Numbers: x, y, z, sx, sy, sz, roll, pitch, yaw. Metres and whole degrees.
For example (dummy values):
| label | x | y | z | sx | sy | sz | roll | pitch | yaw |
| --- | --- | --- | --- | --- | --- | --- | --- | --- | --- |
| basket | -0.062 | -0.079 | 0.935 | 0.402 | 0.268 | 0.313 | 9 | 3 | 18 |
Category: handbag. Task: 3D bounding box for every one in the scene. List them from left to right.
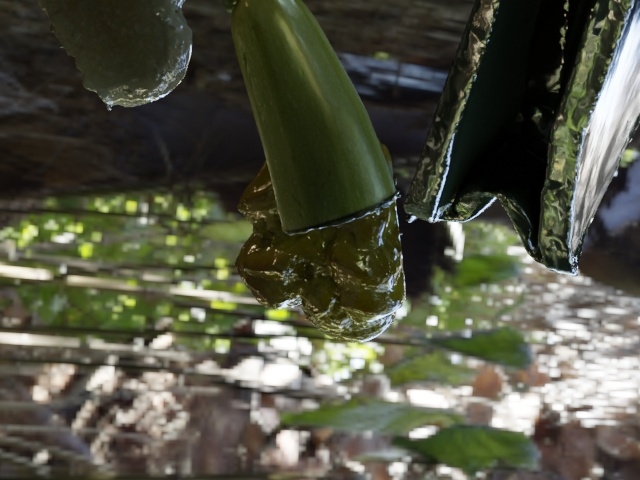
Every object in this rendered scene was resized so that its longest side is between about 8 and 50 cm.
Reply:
| label | x | y | z | sx | sy | sz | roll | pitch | yaw |
| --- | --- | --- | --- | --- | --- | --- | --- | --- | --- |
| handbag | 0.126 | -0.138 | 0.490 | 0.247 | 0.079 | 0.260 | -58 | 164 | -25 |

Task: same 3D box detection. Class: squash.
| label | x | y | z | sx | sy | sz | roll | pitch | yaw |
| --- | --- | --- | --- | --- | --- | --- | --- | --- | --- |
| squash | -0.027 | -0.116 | 0.935 | 0.224 | 0.094 | 0.094 | 66 | -22 | -8 |

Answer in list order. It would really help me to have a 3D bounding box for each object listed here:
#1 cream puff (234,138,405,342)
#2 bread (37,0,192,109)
| label | x | y | z | sx | sy | sz | roll | pitch | yaw |
| --- | --- | --- | --- | --- | --- | --- | --- | --- | --- |
| cream puff | 0.000 | 0.002 | 1.302 | 0.195 | 0.195 | 0.220 | -164 | -117 | -66 |
| bread | -0.206 | -0.291 | 1.130 | 0.337 | 0.183 | 0.102 | 58 | 9 | -11 |
